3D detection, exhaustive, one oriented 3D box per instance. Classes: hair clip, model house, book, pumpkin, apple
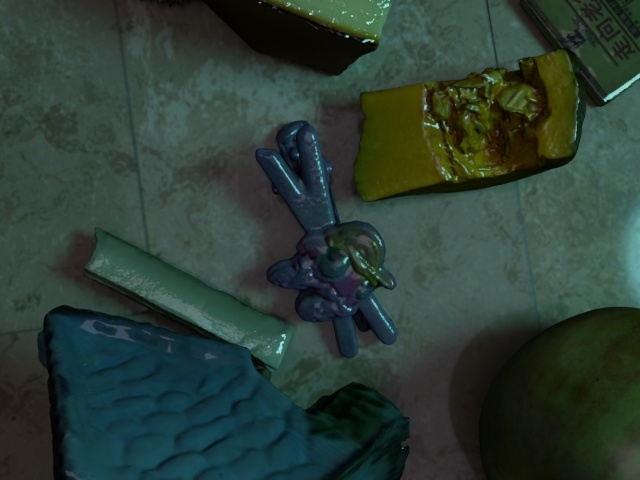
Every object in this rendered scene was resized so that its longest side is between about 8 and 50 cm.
[{"bbox_3d":[-0.003,-0.003,0.871,0.137,0.090,0.278,-21,86,8],"label":"hair clip"},{"bbox_3d":[-0.148,0.251,0.779,0.339,0.297,0.360,31,130,26],"label":"model house"},{"bbox_3d":[0.369,-0.285,0.913,0.231,0.026,0.161,-36,86,-1],"label":"book"},{"bbox_3d":[0.165,-0.120,0.868,0.248,0.126,0.131,-6,94,19],"label":"pumpkin"},{"bbox_3d":[0.291,0.197,0.779,0.234,0.257,0.257,-35,86,-30],"label":"apple"}]

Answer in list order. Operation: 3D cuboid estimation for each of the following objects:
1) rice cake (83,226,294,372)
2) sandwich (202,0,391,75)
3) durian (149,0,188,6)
[{"bbox_3d":[-0.152,0.067,0.887,0.256,0.052,0.057,27,84,3],"label":"rice cake"},{"bbox_3d":[-0.048,-0.268,0.840,0.220,0.186,0.108,19,86,-15],"label":"sandwich"},{"bbox_3d":[-0.207,-0.361,0.897,0.221,0.095,0.137,38,87,9],"label":"durian"}]
